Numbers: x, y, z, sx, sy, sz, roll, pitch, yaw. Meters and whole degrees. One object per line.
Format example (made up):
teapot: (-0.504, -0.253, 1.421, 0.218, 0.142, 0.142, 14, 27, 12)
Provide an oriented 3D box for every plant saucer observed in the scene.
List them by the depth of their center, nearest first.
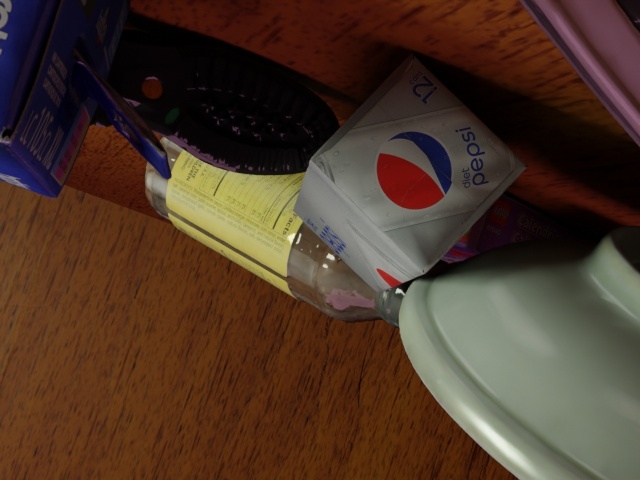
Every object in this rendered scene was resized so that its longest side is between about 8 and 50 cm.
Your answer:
plant saucer: (0.248, 0.082, 0.819, 0.400, 0.100, 0.400, 20, -161, -7)

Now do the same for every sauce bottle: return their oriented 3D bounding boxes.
sauce bottle: (0.000, 0.000, 1.157, 0.344, 0.111, 0.111, 30, -179, 33)

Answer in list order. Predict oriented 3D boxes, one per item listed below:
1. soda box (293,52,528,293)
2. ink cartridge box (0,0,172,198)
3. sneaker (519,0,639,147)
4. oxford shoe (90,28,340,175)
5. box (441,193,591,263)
soda box: (0.049, -0.032, 0.919, 0.098, 0.091, 0.286, 44, 174, 1)
ink cartridge box: (-0.259, -0.145, 0.771, 0.396, 0.151, 0.270, 18, 175, -3)
sneaker: (0.142, -0.075, 0.371, 0.295, 0.147, 0.104, 50, -167, 0)
oxford shoe: (-0.094, -0.110, 0.982, 0.227, 0.082, 0.096, 18, -162, -3)
box: (0.113, -0.006, 1.274, 0.201, 0.057, 0.293, 23, 173, -39)
